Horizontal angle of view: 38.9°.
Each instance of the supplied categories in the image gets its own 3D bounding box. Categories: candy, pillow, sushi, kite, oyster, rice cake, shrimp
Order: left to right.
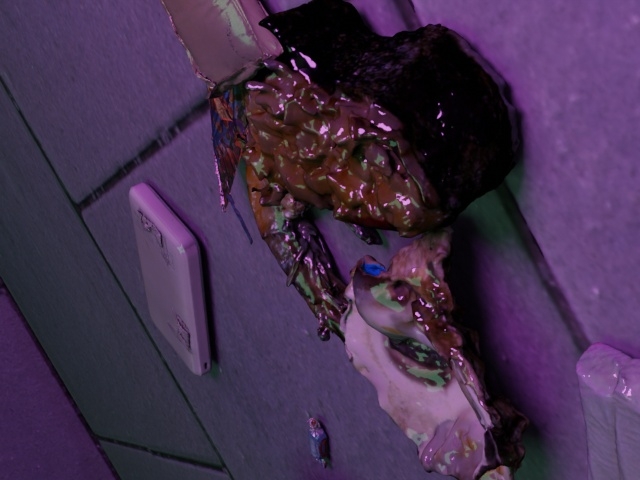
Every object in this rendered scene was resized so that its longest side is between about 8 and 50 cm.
[{"bbox_3d":[-0.105,-0.224,0.750,0.119,0.053,0.208,-7,112,57],"label":"pillow"},{"bbox_3d":[-0.078,-0.101,0.841,0.160,0.010,0.182,57,142,34],"label":"kite"},{"bbox_3d":[-0.004,0.245,1.104,0.030,0.020,0.083,29,140,39],"label":"candy"},{"bbox_3d":[0.000,0.000,0.819,0.150,0.051,0.217,-29,89,56],"label":"shrimp"},{"bbox_3d":[0.024,-0.084,0.614,0.212,0.115,0.147,25,139,48],"label":"sushi"},{"bbox_3d":[0.089,0.102,0.736,0.214,0.083,0.223,63,158,-2],"label":"oyster"},{"bbox_3d":[0.219,0.168,0.630,0.080,0.042,0.221,30,143,50],"label":"rice cake"}]

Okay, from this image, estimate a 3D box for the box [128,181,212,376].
[{"bbox_3d":[-0.199,0.060,1.217,0.142,0.044,0.285,44,150,31],"label":"box"}]
